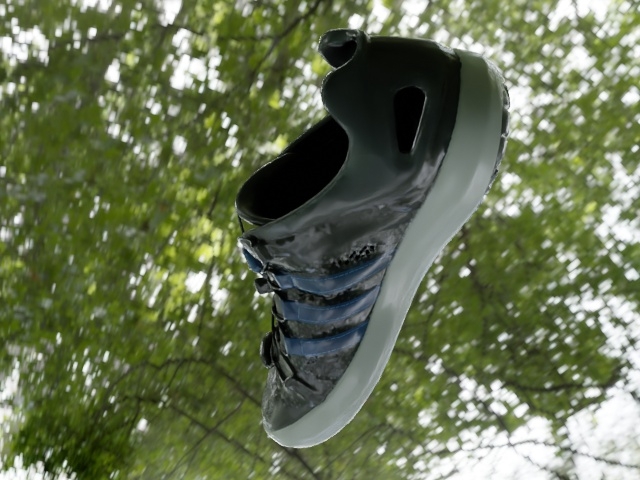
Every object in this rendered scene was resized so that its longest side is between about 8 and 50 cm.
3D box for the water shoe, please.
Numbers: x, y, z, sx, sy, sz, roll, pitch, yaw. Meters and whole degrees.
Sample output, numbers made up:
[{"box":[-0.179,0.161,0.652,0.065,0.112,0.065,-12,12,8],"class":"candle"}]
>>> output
[{"box":[0.000,0.000,0.502,0.080,0.203,0.073,17,-144,-14],"class":"water shoe"}]
